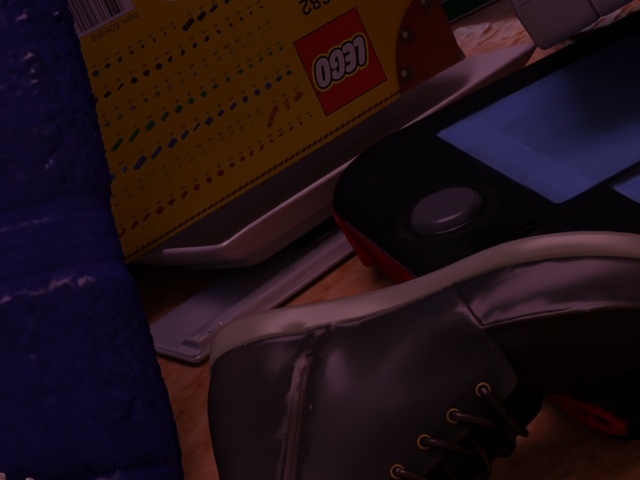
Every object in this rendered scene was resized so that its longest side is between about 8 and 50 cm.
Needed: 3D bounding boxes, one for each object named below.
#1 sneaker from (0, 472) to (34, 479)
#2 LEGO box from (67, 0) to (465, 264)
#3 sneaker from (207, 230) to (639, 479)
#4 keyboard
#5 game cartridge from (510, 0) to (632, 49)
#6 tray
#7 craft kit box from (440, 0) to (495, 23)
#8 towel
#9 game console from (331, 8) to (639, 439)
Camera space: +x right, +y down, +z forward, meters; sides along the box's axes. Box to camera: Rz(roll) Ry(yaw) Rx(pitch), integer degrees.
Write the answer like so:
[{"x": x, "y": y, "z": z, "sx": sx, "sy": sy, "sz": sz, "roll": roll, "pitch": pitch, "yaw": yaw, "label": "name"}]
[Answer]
[{"x": -0.202, "y": 0.178, "z": 0.701, "sx": 0.293, "sy": 0.102, "sz": 0.146, "roll": 1, "pitch": 64, "yaw": 6, "label": "sneaker"}, {"x": -0.218, "y": -0.089, "z": 1.146, "sx": 0.500, "sy": 0.193, "sz": 0.372, "roll": -32, "pitch": 18, "yaw": -24, "label": "LEGO box"}, {"x": 0.059, "y": 0.077, "z": 0.679, "sx": 0.222, "sy": 0.083, "sz": 0.118, "roll": -16, "pitch": 55, "yaw": 21, "label": "sneaker"}, {"x": 0.000, "y": 0.000, "z": 1.026, "sx": 0.256, "sy": 0.014, "sz": 0.072, "roll": -35, "pitch": 19, "yaw": -29, "label": "keyboard"}, {"x": 0.227, "y": -0.197, "z": 1.019, "sx": 0.230, "sy": 0.068, "sz": 0.355, "roll": -33, "pitch": 1, "yaw": 12, "label": "game cartridge"}, {"x": 0.011, "y": -0.048, "z": 1.075, "sx": 0.270, "sy": 0.030, "sz": 0.145, "roll": -34, "pitch": 15, "yaw": -28, "label": "tray"}, {"x": 0.146, "y": -0.272, "z": 1.459, "sx": 0.250, "sy": 0.061, "sz": 0.246, "roll": -27, "pitch": 25, "yaw": -13, "label": "craft kit box"}, {"x": -0.209, "y": 0.007, "z": 0.833, "sx": 0.227, "sy": 0.308, "sz": 0.076, "roll": -14, "pitch": -9, "yaw": -4, "label": "towel"}, {"x": 0.221, "y": -0.056, "z": 0.882, "sx": 0.386, "sy": 0.060, "sz": 0.342, "roll": -28, "pitch": 22, "yaw": -12, "label": "game console"}]
